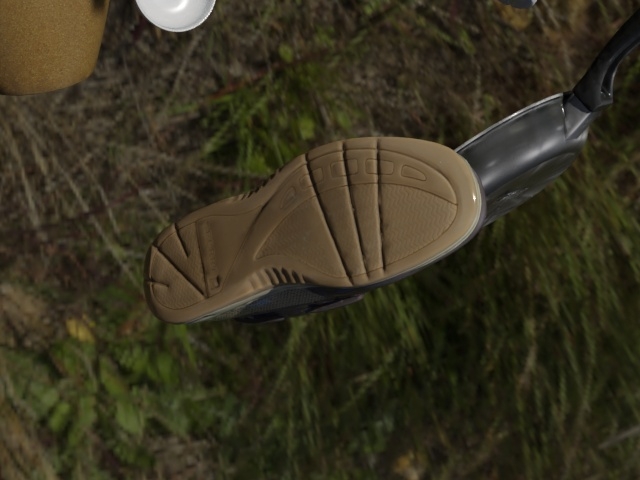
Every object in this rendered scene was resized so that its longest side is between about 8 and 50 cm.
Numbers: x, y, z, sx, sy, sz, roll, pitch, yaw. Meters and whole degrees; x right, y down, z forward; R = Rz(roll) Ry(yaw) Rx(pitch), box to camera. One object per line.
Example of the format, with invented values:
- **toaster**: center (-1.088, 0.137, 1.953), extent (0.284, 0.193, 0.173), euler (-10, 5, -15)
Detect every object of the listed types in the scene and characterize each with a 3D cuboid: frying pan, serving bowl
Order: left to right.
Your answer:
- **serving bowl**: center (-0.142, -0.238, 1.244), extent (0.083, 0.027, 0.083), euler (-1, 92, -27)
- **frying pan**: center (0.190, -0.090, 1.045), extent (0.326, 0.053, 0.197), euler (-34, 167, 17)

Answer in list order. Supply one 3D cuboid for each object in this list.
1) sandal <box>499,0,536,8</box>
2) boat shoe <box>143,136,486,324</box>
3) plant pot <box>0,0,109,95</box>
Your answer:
- **sandal**: center (0.118, -0.305, 1.214), extent (0.076, 0.265, 0.102), euler (-47, 153, -4)
- **boat shoe**: center (0.000, 0.000, 0.939), extent (0.285, 0.103, 0.092), euler (-20, 163, 32)
- **plant pot**: center (-0.288, -0.275, 1.227), extent (0.237, 0.237, 0.254), euler (-8, 118, -9)
